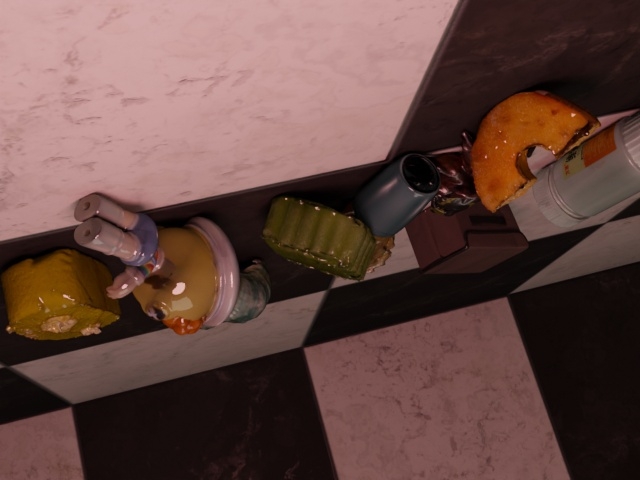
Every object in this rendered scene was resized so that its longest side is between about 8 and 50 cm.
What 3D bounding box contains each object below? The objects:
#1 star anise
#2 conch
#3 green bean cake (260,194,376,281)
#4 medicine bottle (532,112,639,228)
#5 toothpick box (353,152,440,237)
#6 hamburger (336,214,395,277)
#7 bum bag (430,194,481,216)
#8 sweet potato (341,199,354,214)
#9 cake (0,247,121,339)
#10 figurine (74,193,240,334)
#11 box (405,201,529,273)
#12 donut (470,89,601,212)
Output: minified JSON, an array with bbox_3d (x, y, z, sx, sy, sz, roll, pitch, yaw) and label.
[{"bbox_3d":[0.325,-0.133,1.569,0.272,0.102,0.272,-7,155,-3],"label":"star anise"},{"bbox_3d":[-0.238,0.126,1.841,0.277,0.195,0.220,-37,-161,-15],"label":"conch"},{"bbox_3d":[0.000,0.000,1.570,0.214,0.113,0.200,17,169,19],"label":"green bean cake"},{"bbox_3d":[0.640,-0.159,1.712,0.158,0.158,0.318,-5,161,-34],"label":"medicine bottle"},{"bbox_3d":[0.155,-0.094,1.545,0.120,0.120,0.184,-6,158,-30],"label":"toothpick box"},{"bbox_3d":[0.077,-0.008,1.782,0.183,0.130,0.206,-17,150,-21],"label":"hamburger"},{"bbox_3d":[0.353,-0.118,1.749,0.232,0.060,0.106,-26,152,25],"label":"bum bag"},{"bbox_3d":[0.086,-0.077,1.686,0.095,0.034,0.034,-20,167,-27],"label":"sweet potato"},{"bbox_3d":[-0.529,0.116,1.545,0.179,0.156,0.260,-24,162,5],"label":"cake"},{"bbox_3d":[-0.283,0.046,1.403,0.205,0.224,0.382,-24,162,16],"label":"figurine"},{"bbox_3d":[0.368,-0.013,1.952,0.252,0.153,0.188,-2,157,-38],"label":"box"},{"bbox_3d":[0.375,-0.188,1.403,0.101,0.152,0.259,-20,161,-46],"label":"donut"}]
